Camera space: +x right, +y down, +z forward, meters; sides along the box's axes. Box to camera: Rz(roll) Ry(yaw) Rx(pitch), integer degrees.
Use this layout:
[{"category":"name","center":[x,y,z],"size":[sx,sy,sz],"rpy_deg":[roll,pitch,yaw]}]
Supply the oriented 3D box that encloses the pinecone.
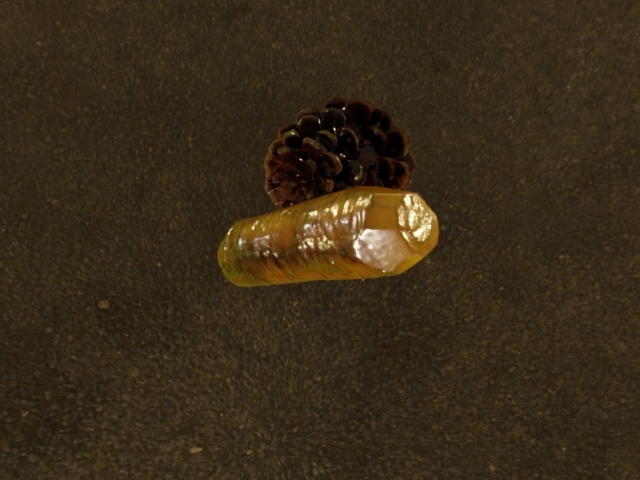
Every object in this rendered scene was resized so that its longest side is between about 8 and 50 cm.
[{"category":"pinecone","center":[0.027,-0.124,0.944],"size":[0.246,0.246,0.292],"rpy_deg":[44,28,11]}]

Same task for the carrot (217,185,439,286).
[{"category":"carrot","center":[0.000,0.000,0.715],"size":[0.114,0.302,0.114],"rpy_deg":[11,75,-47]}]
